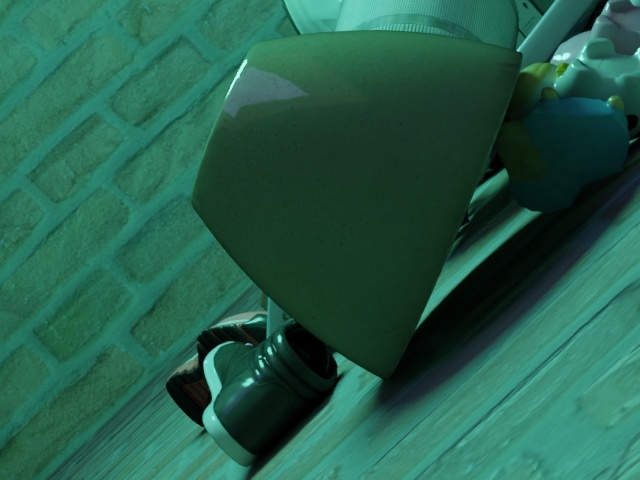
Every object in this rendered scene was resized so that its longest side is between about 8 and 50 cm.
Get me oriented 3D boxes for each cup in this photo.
[{"bbox_3d":[0.018,-0.067,1.506,0.331,0.237,0.331,23,-90,-89],"label":"cup"}]

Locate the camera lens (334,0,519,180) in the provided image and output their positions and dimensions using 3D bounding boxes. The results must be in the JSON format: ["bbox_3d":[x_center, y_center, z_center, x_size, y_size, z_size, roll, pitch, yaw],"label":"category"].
[{"bbox_3d":[0.116,-0.198,1.891,0.219,0.219,0.274,-40,25,40],"label":"camera lens"}]

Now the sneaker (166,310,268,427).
[{"bbox_3d":[-0.106,0.146,2.206,0.136,0.116,0.314,-45,4,-35],"label":"sneaker"}]

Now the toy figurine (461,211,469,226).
[{"bbox_3d":[0.135,-0.062,1.986,0.159,0.130,0.173,6,76,68],"label":"toy figurine"}]

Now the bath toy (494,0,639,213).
[{"bbox_3d":[0.286,-0.164,1.587,0.348,0.151,0.129,-49,-36,-45],"label":"bath toy"}]

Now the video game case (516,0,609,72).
[{"bbox_3d":[0.321,-0.260,1.806,0.329,0.036,0.300,-52,-15,1],"label":"video game case"}]

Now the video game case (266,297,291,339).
[{"bbox_3d":[0.000,0.000,2.035,0.269,0.061,0.244,-51,-34,-63],"label":"video game case"}]

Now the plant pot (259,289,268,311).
[{"bbox_3d":[-0.029,0.069,2.371,0.109,0.109,0.096,-48,-7,-47],"label":"plant pot"}]

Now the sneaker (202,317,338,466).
[{"bbox_3d":[-0.050,0.147,1.808,0.147,0.104,0.296,-41,10,7],"label":"sneaker"}]

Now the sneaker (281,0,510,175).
[{"bbox_3d":[0.126,-0.279,2.159,0.169,0.447,0.257,-34,8,-34],"label":"sneaker"}]

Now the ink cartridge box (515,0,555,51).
[{"bbox_3d":[0.245,-0.305,2.198,0.121,0.289,0.211,-41,4,-11],"label":"ink cartridge box"}]
